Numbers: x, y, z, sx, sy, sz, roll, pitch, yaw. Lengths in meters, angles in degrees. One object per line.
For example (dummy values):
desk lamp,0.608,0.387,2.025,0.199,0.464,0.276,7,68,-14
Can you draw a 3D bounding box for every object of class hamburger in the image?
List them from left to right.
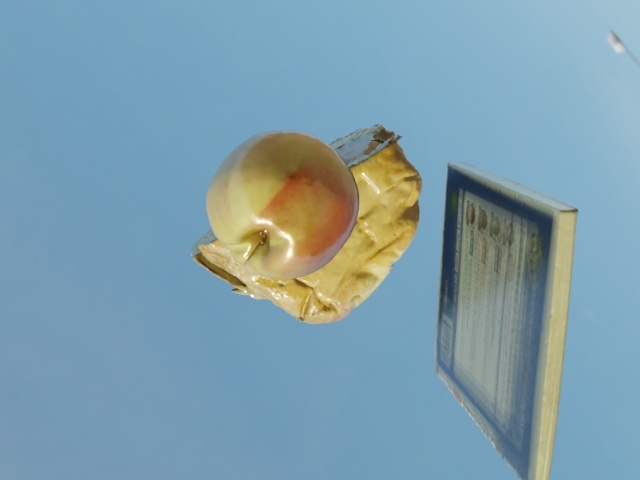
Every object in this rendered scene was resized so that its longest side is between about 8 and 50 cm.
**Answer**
hamburger,0.002,0.003,1.457,0.209,0.330,0.162,60,178,-16

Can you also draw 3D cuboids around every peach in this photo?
peach,-0.042,-0.047,1.247,0.184,0.184,0.184,27,-138,-27

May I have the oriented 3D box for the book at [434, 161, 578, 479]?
book,0.153,0.058,0.914,0.018,0.228,0.322,1,-169,-8
